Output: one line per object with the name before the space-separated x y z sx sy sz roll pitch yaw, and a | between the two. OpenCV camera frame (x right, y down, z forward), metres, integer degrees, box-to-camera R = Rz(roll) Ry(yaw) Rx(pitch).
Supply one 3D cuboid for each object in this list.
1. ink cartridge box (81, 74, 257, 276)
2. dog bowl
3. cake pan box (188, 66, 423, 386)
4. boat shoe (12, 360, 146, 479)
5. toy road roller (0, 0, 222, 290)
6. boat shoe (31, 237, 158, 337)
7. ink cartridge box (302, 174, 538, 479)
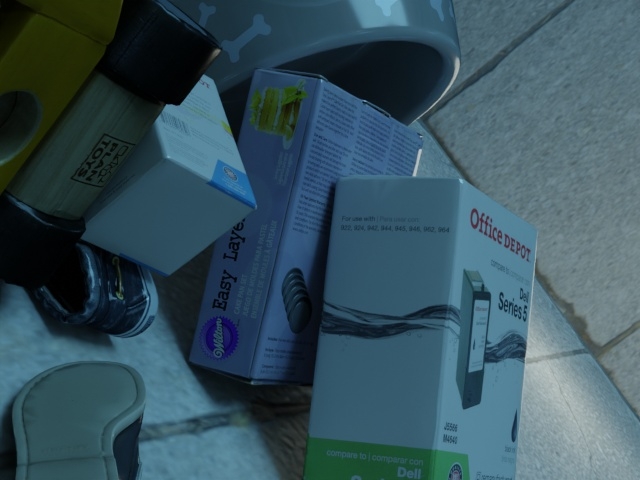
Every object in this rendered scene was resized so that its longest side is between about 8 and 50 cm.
ink cartridge box | -0.121 -0.066 0.882 0.092 0.090 0.143 29 31 -46
dog bowl | -0.030 -0.151 1.163 0.349 0.349 0.102 16 51 -67
cake pan box | 0.000 0.000 1.094 0.070 0.245 0.267 14 0 24
boat shoe | -0.137 0.131 0.715 0.206 0.075 0.065 -105 -164 -69
toy road roller | -0.240 -0.123 0.723 0.240 0.202 0.329 41 9 20
boat shoe | -0.179 -0.017 0.888 0.183 0.065 0.083 59 14 21
ink cartridge box | 0.088 0.098 1.053 0.198 0.115 0.272 23 71 -61
